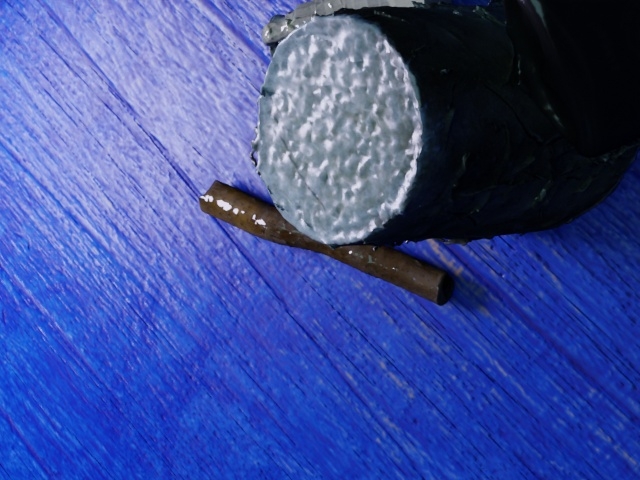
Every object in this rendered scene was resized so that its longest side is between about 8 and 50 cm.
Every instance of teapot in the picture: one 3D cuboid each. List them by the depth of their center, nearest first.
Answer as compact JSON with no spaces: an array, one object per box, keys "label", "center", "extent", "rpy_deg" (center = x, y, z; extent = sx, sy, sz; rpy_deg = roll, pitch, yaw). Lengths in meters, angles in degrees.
[{"label":"teapot","center":[0.031,-0.228,1.240],"extent":[0.200,0.107,0.077],"rpy_deg":[-8,91,32]}]

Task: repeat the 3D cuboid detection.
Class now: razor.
[{"label":"razor","center":[0.316,-0.216,0.954],"extent":[0.349,0.113,0.204],"rpy_deg":[-26,111,-4]}]

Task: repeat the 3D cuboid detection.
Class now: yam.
[{"label":"yam","center":[0.120,-0.107,1.077],"extent":[0.241,0.348,0.241],"rpy_deg":[7,100,43]},{"label":"yam","center":[0.000,0.000,1.306],"extent":[0.327,0.045,0.045],"rpy_deg":[22,126,29]}]
